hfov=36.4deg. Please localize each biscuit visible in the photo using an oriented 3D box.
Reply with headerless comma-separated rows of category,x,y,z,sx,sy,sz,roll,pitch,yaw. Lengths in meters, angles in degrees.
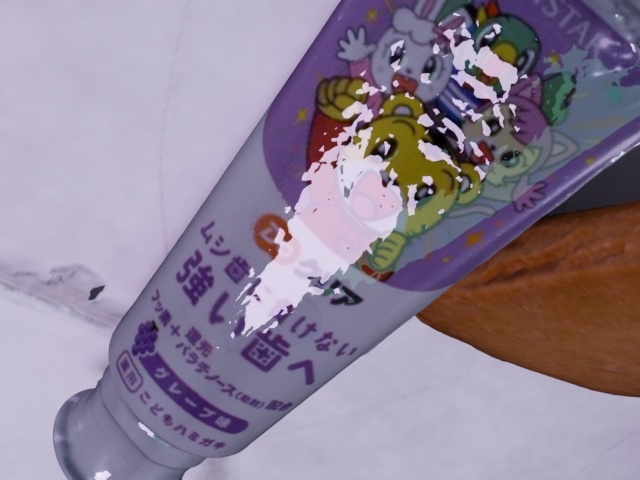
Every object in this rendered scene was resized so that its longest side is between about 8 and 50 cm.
biscuit,0.149,0.040,0.375,0.186,0.036,0.192,26,158,-31

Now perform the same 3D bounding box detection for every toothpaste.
toothpaste,0.000,0.000,0.361,0.114,0.073,0.299,42,119,-2
